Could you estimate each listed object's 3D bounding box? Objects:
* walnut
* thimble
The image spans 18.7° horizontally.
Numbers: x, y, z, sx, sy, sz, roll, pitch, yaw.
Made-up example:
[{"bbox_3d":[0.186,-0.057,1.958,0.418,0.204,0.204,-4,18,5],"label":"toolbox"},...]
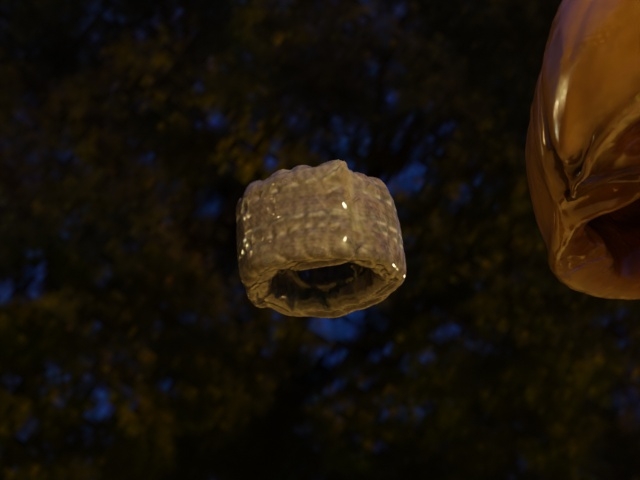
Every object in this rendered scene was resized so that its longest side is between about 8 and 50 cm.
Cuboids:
[{"bbox_3d":[0.141,-0.060,0.595,0.087,0.211,0.167,63,-37,30],"label":"walnut"},{"bbox_3d":[-0.002,0.001,1.737,0.150,0.098,0.150,-3,-27,-2],"label":"thimble"}]
